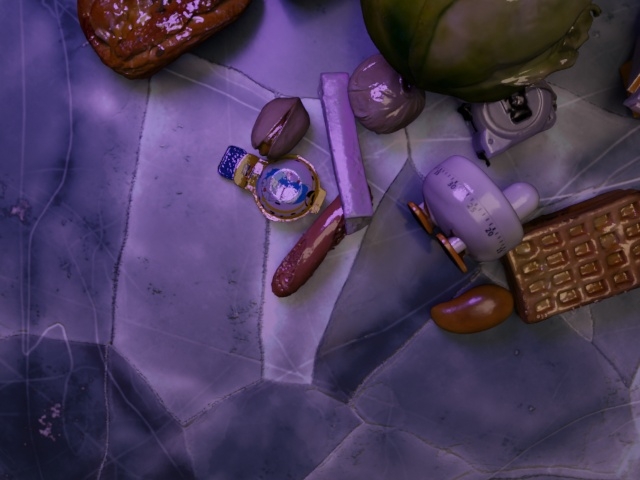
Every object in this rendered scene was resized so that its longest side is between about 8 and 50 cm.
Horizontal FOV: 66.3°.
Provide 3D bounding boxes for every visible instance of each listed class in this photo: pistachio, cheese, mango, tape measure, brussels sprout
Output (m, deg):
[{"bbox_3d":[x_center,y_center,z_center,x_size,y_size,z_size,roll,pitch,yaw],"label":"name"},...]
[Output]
[{"bbox_3d":[-0.086,-0.240,1.045,0.113,0.113,0.149,27,67,-3],"label":"pistachio"},{"bbox_3d":[-0.110,-0.130,1.080,0.250,0.064,0.156,24,88,8],"label":"cheese"},{"bbox_3d":[0.344,0.159,1.106,0.184,0.085,0.102,-20,95,7],"label":"mango"},{"bbox_3d":[0.397,-0.285,1.050,0.196,0.105,0.178,-33,95,4],"label":"tape measure"},{"bbox_3d":[0.258,-0.439,0.850,0.361,0.342,0.425,-38,106,2],"label":"brussels sprout"}]

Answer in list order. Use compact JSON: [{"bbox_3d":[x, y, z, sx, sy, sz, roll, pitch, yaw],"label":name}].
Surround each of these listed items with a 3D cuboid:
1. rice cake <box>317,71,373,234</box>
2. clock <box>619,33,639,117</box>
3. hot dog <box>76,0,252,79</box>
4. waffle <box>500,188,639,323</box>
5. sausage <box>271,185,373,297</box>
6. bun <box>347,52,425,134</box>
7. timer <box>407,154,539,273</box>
[{"bbox_3d":[0.051,-0.195,1.035,0.073,0.056,0.364,-8,79,-5],"label":"rice cake"},{"bbox_3d":[0.763,-0.378,1.018,0.235,0.166,0.309,28,87,-3],"label":"clock"},{"bbox_3d":[-0.308,-0.498,0.984,0.388,0.174,0.267,-33,93,4],"label":"hot dog"},{"bbox_3d":[0.571,0.034,1.092,0.328,0.098,0.224,-21,94,4],"label":"waffle"},{"bbox_3d":[0.000,-0.001,1.084,0.079,0.087,0.326,41,94,8],"label":"sausage"},{"bbox_3d":[0.147,-0.309,1.014,0.167,0.113,0.173,10,75,-27],"label":"bun"},{"bbox_3d":[0.330,-0.076,1.008,0.240,0.233,0.233,-37,95,6],"label":"timer"}]
